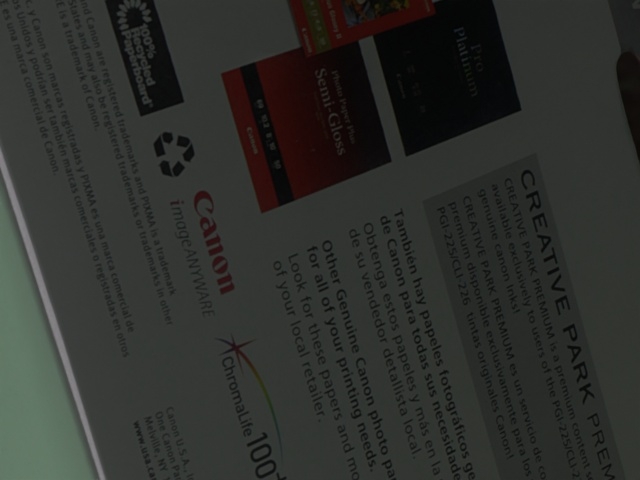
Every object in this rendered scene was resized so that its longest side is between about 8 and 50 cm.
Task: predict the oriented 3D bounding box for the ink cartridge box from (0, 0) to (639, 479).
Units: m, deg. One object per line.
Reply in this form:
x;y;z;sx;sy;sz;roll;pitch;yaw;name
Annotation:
0.000;0.000;0.599;0.130;0.271;0.310;-3;105;55;ink cartridge box
